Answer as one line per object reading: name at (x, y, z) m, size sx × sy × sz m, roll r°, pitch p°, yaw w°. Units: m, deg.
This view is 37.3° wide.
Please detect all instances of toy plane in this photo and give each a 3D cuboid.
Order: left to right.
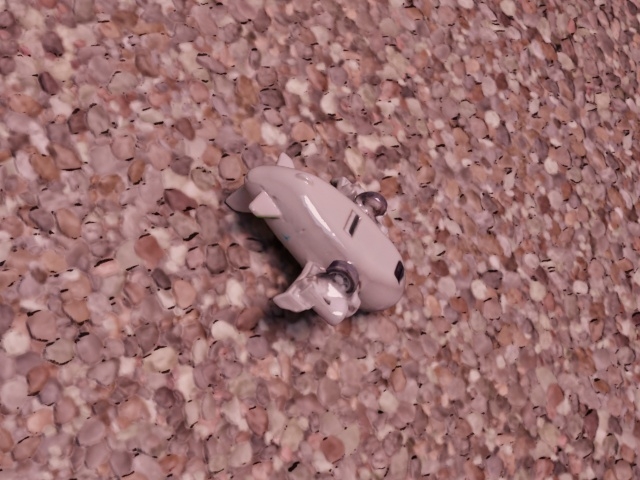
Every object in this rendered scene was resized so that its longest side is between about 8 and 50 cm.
toy plane at (0.002, -0.001, 0.816) m, size 0.174 × 0.080 × 0.174 m, roll 25°, pitch 46°, yaw -29°
